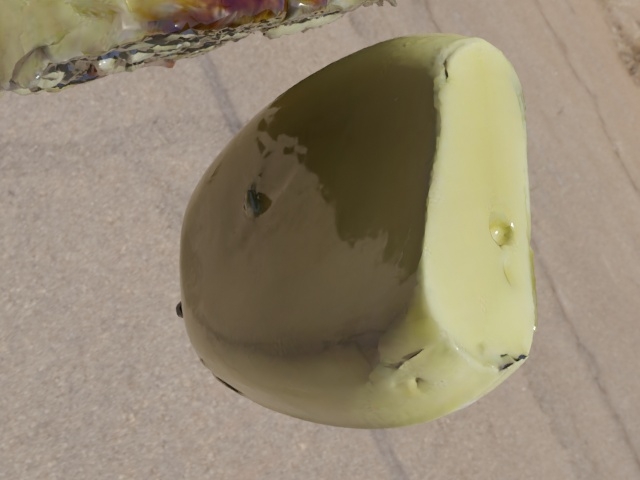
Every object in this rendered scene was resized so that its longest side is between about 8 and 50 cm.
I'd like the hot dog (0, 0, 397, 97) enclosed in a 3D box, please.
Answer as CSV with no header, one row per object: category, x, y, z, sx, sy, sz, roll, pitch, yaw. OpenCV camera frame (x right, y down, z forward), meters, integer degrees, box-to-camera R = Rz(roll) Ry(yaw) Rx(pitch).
hot dog,-0.131,-0.298,0.504,0.367,0.196,0.365,-33,109,-54

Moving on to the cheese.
cheese,0.000,0.000,0.543,0.128,0.316,0.259,26,63,-33
